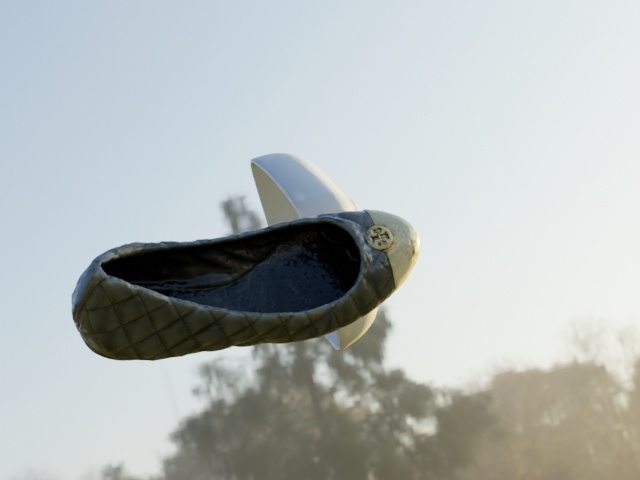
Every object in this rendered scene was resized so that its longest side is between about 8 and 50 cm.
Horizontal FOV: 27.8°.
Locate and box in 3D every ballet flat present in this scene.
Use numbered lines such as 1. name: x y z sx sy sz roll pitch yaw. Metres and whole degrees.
1. ballet flat: -0.026 0.017 0.579 0.173 0.057 0.049 -14 -28 -27

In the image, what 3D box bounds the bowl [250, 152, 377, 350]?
1. bowl: 0.000 0.000 1.030 0.053 0.142 0.142 -24 30 -11
